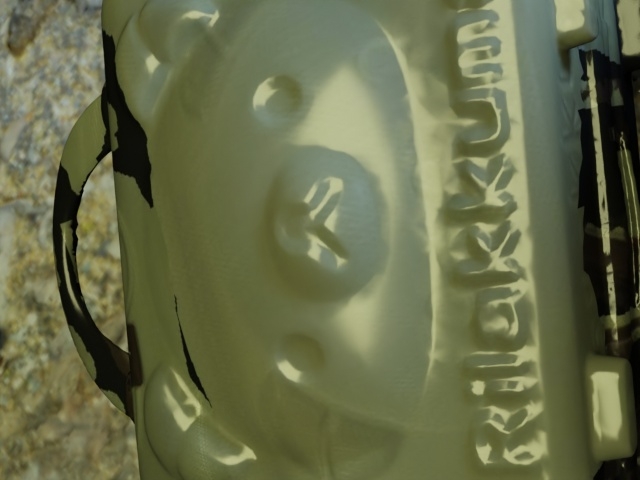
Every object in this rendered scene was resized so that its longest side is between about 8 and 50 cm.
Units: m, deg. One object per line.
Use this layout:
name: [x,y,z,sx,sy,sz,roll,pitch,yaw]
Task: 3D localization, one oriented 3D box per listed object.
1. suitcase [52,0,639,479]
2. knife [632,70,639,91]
suitcase: [0.000,0.000,0.635,0.339,0.194,0.352,-5,88,30]
knife: [0.095,-0.156,0.705,0.365,0.043,0.089,20,93,29]
